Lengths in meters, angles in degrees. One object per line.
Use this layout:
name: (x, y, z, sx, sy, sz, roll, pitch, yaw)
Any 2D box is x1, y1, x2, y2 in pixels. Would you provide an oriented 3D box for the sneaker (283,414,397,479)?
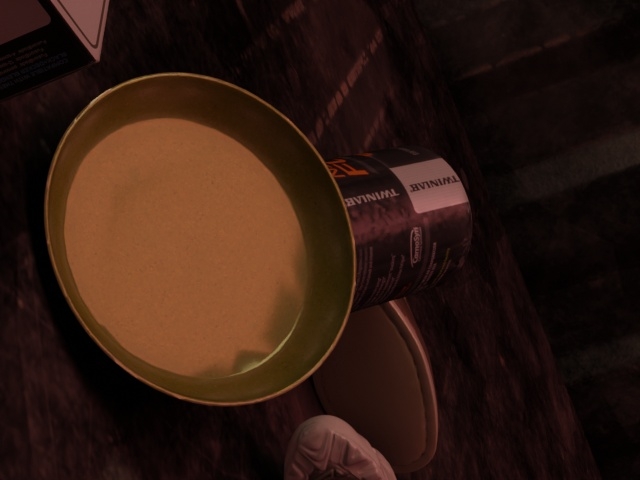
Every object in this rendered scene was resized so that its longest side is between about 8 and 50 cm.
sneaker: (0.021, 0.211, 1.130, 0.115, 0.090, 0.232, -101, 172, -46)

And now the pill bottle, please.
pill bottle: (0.000, 0.000, 1.067, 0.246, 0.130, 0.130, -14, 84, -42)

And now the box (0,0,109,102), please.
box: (-0.236, -0.244, 0.781, 0.169, 0.087, 0.290, -91, 156, -45)

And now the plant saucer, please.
plant saucer: (-0.084, 0.000, 0.906, 0.241, 0.037, 0.241, 13, 66, -30)

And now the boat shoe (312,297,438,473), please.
boat shoe: (0.031, 0.066, 1.249, 0.324, 0.116, 0.097, 63, 21, -8)
